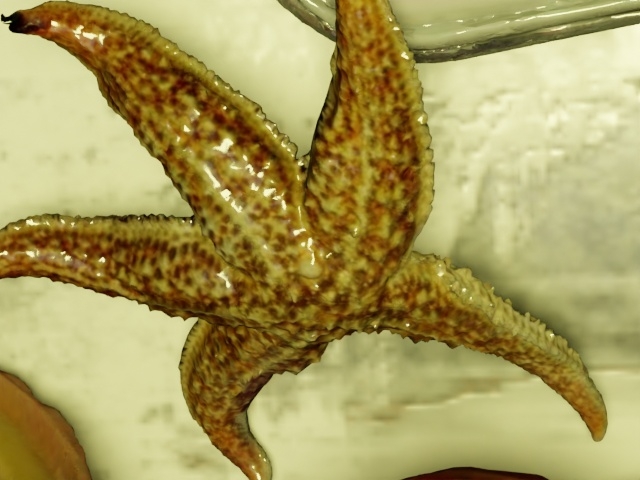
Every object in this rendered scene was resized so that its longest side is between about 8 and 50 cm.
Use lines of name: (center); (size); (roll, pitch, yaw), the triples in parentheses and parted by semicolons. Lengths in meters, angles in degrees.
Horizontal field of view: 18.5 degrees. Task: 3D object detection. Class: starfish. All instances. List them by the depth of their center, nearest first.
starfish: (-0.002, 0.005, 0.612); (0.238, 0.057, 0.213); (27, 132, -8)

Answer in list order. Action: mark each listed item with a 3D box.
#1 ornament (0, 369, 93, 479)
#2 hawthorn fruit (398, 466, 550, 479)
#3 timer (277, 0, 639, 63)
ornament: (-0.195, 0.138, 0.631); (0.235, 0.221, 0.217); (36, 107, 23)
hawthorn fruit: (0.045, 0.221, 0.597); (0.275, 0.275, 0.299); (-31, 118, 16)
timer: (0.063, -0.153, 0.568); (0.209, 0.069, 0.190); (-11, 104, 12)
